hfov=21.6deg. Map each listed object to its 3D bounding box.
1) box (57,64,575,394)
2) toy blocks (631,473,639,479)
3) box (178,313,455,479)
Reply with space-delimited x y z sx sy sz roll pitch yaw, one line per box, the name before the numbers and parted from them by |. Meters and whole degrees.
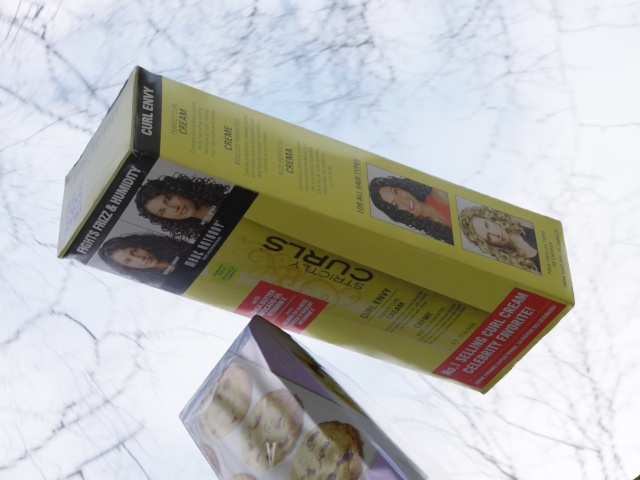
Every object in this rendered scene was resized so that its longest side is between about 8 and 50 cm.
box | 0.000 0.000 0.789 0.232 0.087 0.058 19 -136 -24
toy blocks | 0.035 0.247 0.799 0.381 0.261 0.191 -37 -107 5
box | 0.020 0.110 0.644 0.063 0.324 0.067 35 -88 -22
